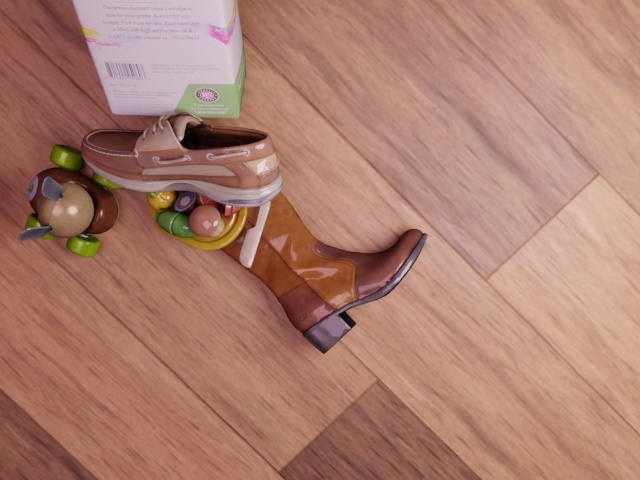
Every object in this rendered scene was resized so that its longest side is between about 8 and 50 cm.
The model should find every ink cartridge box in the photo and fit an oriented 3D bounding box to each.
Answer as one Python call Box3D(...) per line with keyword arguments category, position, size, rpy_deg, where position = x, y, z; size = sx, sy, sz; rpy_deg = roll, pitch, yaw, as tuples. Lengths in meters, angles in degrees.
Box3D(category="ink cartridge box", position=(-0.224, -0.341, 0.895), size=(0.207, 0.119, 0.353), rpy_deg=(3, 143, 3))

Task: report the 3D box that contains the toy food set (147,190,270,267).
Box3D(category="toy food set", position=(-0.192, -0.055, 1.034), size=(0.218, 0.071, 0.128), rpy_deg=(22, 84, 17))

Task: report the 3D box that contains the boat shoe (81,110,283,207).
Box3D(category="boat shoe", position=(-0.212, -0.142, 0.993), size=(0.324, 0.123, 0.116), rpy_deg=(9, 128, 9))

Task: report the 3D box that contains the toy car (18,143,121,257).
Box3D(category="toy car", position=(-0.411, -0.055, 1.016), size=(0.149, 0.188, 0.155), rpy_deg=(24, 99, 0))

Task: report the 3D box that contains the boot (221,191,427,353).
Box3D(category="boot", position=(0.000, 0.000, 1.072), size=(0.264, 0.096, 0.280), rpy_deg=(-44, 82, 10))
